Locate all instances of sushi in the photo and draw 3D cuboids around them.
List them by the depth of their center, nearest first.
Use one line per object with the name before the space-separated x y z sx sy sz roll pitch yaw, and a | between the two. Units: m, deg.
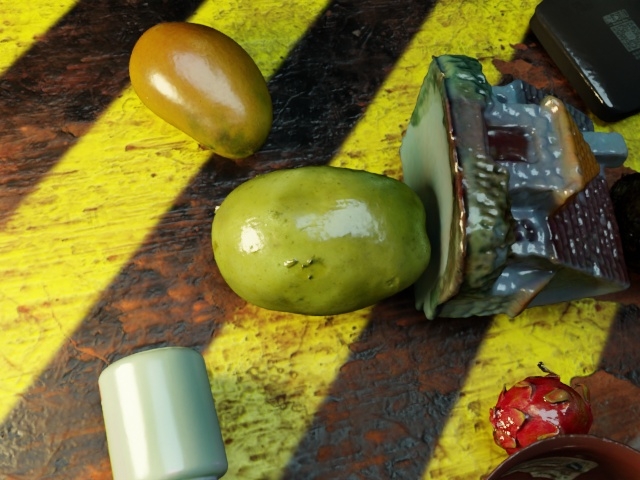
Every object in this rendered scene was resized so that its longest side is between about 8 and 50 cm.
sushi | 0.601 -0.024 1.226 0.344 0.182 0.196 -2 79 -21

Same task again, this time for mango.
mango | -0.180 -0.247 1.192 0.255 0.139 0.175 35 75 -4

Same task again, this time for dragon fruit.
dragon fruit | 0.321 0.254 1.061 0.166 0.136 0.133 -3 38 -37

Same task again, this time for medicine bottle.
medicine bottle | -0.193 0.257 0.935 0.139 0.139 0.225 -10 66 -17

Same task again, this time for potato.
potato | 0.000 -0.002 1.061 0.305 0.216 0.215 -6 65 -3

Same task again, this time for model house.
model house | 0.317 -0.062 1.108 0.339 0.297 0.360 1 62 -7

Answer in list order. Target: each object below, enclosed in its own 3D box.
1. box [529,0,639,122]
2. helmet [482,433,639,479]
box | 0.588 -0.381 1.467 0.290 0.073 0.288 -23 72 -22
helmet | 0.286 0.436 0.904 0.338 0.230 0.384 -16 77 -18
